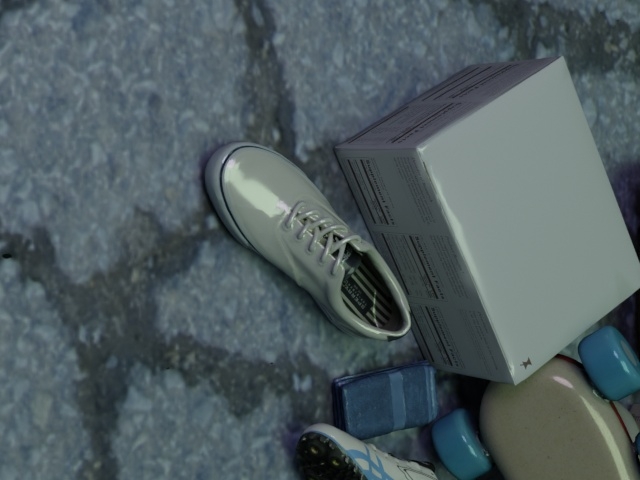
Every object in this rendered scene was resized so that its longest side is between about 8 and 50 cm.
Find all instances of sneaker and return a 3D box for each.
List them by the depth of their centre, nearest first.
[{"bbox_3d":[0.000,0.000,1.219,0.258,0.091,0.094,44,70,-27],"label":"sneaker"},{"bbox_3d":[0.065,0.242,1.285,0.237,0.085,0.086,41,53,-30],"label":"sneaker"}]

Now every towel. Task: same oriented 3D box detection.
[{"bbox_3d":[0.067,0.164,1.309,0.119,0.029,0.067,-8,97,-32],"label":"towel"}]

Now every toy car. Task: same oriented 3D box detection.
[{"bbox_3d":[0.272,0.206,1.380,0.210,0.219,0.238,59,19,5],"label":"toy car"}]

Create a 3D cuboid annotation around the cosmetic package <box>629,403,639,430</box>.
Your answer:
[{"bbox_3d":[0.371,0.342,1.430,0.129,0.153,0.296,35,73,-15],"label":"cosmetic package"}]

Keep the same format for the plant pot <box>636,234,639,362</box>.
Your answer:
[{"bbox_3d":[0.446,0.047,1.456,0.215,0.215,0.230,8,103,-32],"label":"plant pot"}]

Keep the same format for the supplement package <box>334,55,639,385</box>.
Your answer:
[{"bbox_3d":[0.175,-0.024,1.298,0.204,0.145,0.262,-33,110,-26],"label":"supplement package"}]
